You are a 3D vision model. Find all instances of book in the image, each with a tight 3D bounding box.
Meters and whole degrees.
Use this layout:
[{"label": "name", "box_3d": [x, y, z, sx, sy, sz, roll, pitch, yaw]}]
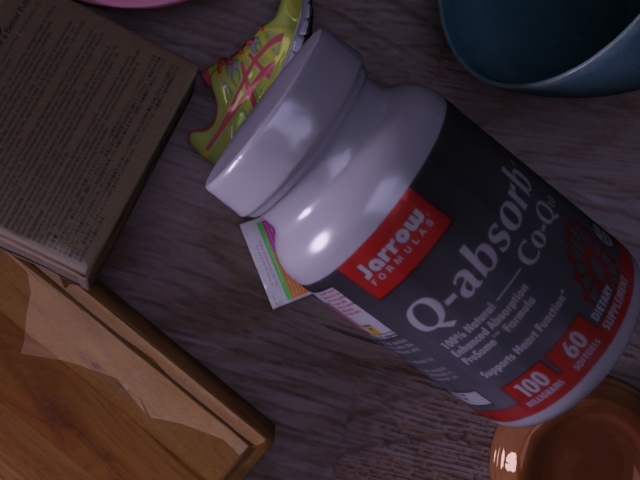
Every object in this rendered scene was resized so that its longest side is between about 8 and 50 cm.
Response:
[{"label": "book", "box_3d": [0.000, 0.000, 0.872, 0.144, 0.035, 0.096, -21, 92, -2]}]

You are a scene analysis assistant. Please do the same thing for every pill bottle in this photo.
[{"label": "pill bottle", "box_3d": [0.091, -0.008, 0.758, 0.363, 0.210, 0.210, 36, 92, -14]}]

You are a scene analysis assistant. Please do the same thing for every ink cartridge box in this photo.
[{"label": "ink cartridge box", "box_3d": [-0.253, -0.100, 0.793, 0.193, 0.088, 0.234, 27, 74, -7]}]

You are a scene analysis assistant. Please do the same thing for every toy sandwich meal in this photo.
[{"label": "toy sandwich meal", "box_3d": [0.202, -0.229, 0.867, 0.085, 0.029, 0.085, 0, 90, -1]}]

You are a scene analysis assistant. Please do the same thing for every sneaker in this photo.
[{"label": "sneaker", "box_3d": [-0.070, -0.166, 0.835, 0.094, 0.081, 0.208, 22, 93, -1]}]

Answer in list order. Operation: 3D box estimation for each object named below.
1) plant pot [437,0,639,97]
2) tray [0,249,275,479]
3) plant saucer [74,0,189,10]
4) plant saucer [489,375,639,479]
[{"label": "plant pot", "box_3d": [0.273, -0.251, 0.740, 0.195, 0.290, 0.290, 11, 93, -32]}, {"label": "tray", "box_3d": [-0.268, 0.144, 0.850, 0.411, 0.076, 0.203, 40, 91, -3]}, {"label": "plant saucer", "box_3d": [-0.184, -0.387, 0.817, 0.332, 0.084, 0.332, 0, 93, -3]}, {"label": "plant saucer", "box_3d": [0.282, 0.241, 0.892, 0.200, 0.037, 0.200, 0, 93, -1]}]
